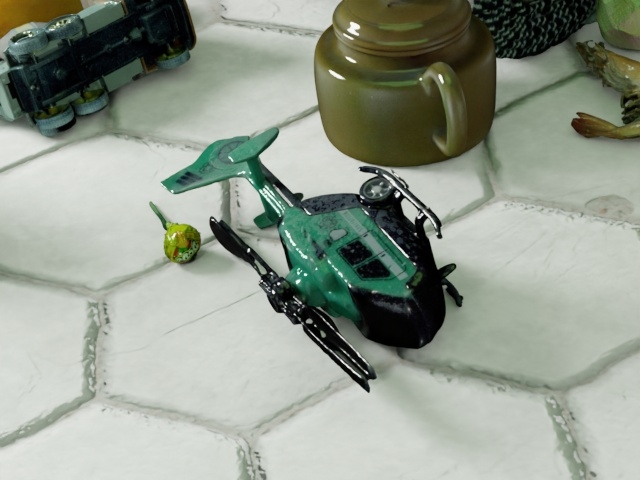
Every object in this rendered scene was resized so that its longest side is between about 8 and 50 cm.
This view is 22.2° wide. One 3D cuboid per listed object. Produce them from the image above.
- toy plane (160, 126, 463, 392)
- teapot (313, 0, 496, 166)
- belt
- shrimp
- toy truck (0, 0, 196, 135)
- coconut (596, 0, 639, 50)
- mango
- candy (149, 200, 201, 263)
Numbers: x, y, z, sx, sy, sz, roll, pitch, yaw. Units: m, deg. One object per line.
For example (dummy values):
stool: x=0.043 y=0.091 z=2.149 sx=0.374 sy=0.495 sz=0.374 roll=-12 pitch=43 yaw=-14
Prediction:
toy plane: x=0.000 y=0.000 z=1.455 sx=0.155 sy=0.106 sz=0.382 roll=-31 pitch=46 yaw=-13
teapot: x=0.087 y=-0.184 z=1.631 sx=0.185 sy=0.175 sz=0.268 roll=-17 pitch=37 yaw=-12
belt: x=0.219 y=-0.317 z=1.770 sx=0.257 sy=0.207 sz=0.150 roll=-34 pitch=46 yaw=-25
shrimp: x=0.296 y=-0.148 z=1.675 sx=0.124 sy=0.034 sz=0.178 roll=-30 pitch=46 yaw=-21
toy truck: x=-0.273 y=-0.207 z=1.774 sx=0.256 sy=0.108 sz=0.140 roll=-33 pitch=30 yaw=-29
coconut: x=0.339 y=-0.247 z=1.766 sx=0.082 sy=0.083 sz=0.081 roll=28 pitch=28 yaw=-25
mango: x=-0.323 y=-0.280 z=1.876 sx=0.253 sy=0.113 sz=0.138 roll=-1 pitch=31 yaw=-6
candy: x=-0.146 y=-0.013 z=1.553 sx=0.035 sy=0.035 sz=0.123 roll=-9 pitch=25 yaw=-22
